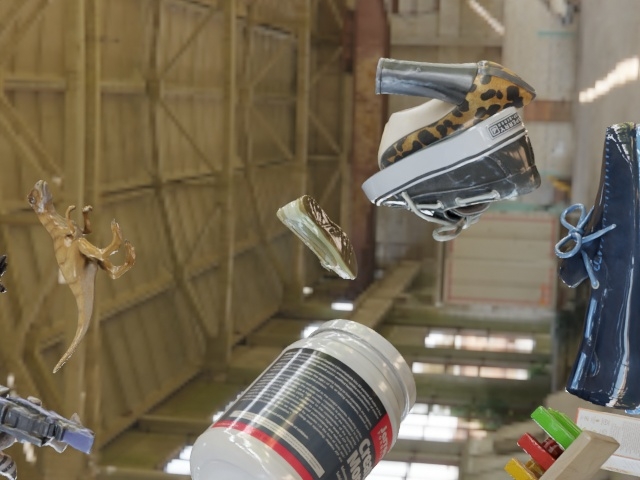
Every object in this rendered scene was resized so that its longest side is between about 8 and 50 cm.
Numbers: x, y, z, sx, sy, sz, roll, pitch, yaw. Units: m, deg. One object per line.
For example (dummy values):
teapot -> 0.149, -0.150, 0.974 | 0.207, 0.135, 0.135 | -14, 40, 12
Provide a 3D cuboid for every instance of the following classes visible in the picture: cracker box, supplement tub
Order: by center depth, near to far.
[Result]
supplement tub -> -0.018, 0.246, 1.516 | 0.272, 0.191, 0.191 | -43, -38, -38
cracker box -> 0.499, 0.311, 1.744 | 0.156, 0.232, 0.067 | 43, -120, -60

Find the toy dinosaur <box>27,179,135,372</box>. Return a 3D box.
toy dinosaur -> -0.265, 0.032, 1.328 | 0.064, 0.112, 0.211 | 56, -165, -77

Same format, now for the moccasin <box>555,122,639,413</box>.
moccasin -> 0.323, 0.037, 1.359 | 0.138, 0.117, 0.342 | -24, -65, -65

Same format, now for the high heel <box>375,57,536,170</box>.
high heel -> 0.167, -0.125, 1.471 | 0.261, 0.186, 0.093 | 79, -159, -58

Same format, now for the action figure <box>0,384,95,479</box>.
action figure -> -0.496, 0.305, 1.821 | 0.178, 0.341, 0.330 | -69, -17, -2

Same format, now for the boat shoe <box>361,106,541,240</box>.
boat shoe -> 0.148, -0.062, 1.331 | 0.105, 0.113, 0.306 | 63, 152, -2

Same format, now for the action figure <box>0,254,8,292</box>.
action figure -> -0.565, 0.083, 1.836 | 0.141, 0.164, 0.275 | 51, -177, -27

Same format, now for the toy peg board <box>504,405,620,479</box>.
toy peg board -> 0.278, 0.283, 1.488 | 0.160, 0.079, 0.161 | -50, -28, 8

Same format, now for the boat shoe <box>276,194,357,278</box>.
boat shoe -> 0.000, 0.001, 1.644 | 0.153, 0.048, 0.056 | 48, -150, -36
